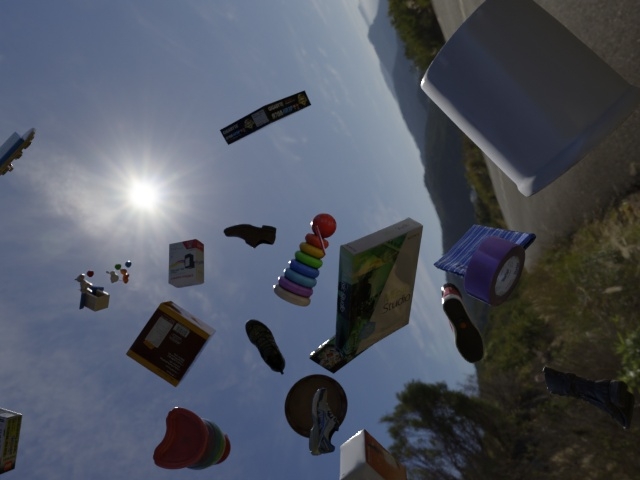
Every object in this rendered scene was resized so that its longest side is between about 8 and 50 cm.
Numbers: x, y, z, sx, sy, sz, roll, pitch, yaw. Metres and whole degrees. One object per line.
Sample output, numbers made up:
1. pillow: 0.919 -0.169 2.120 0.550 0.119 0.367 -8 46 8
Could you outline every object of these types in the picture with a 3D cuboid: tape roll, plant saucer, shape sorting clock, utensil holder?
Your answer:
1. tape roll: 0.495 0.086 1.356 0.080 0.189 0.189 27 167 40
2. plant saucer: -0.013 0.437 1.269 0.029 0.168 0.168 171 75 -80
3. shape sorting clock: -0.701 -0.169 1.057 0.040 0.206 0.206 45 -152 -39
4. utensil holder: 0.482 -0.349 1.143 0.385 0.327 0.327 46 -164 8

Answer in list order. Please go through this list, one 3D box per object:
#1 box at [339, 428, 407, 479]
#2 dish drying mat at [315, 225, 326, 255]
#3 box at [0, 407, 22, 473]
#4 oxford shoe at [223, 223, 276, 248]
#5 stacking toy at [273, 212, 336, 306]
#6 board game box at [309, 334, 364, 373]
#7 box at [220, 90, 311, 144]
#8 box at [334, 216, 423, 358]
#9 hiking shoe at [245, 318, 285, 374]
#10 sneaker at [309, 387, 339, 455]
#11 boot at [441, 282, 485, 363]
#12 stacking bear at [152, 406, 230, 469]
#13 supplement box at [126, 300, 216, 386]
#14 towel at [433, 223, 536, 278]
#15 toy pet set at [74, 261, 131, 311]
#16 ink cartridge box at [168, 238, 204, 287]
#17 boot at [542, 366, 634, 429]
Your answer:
1. box: 0.138 0.601 1.227 0.170 0.091 0.130 46 -166 -10
2. dish drying mat: 0.000 0.000 1.320 0.032 0.008 0.083 -66 -40 -83
3. box: -0.722 0.402 1.000 0.036 0.207 0.114 14 -98 -70
4. oxford shoe: -0.305 -0.017 2.057 0.083 0.227 0.096 112 161 -70
5. stacking toy: -0.041 0.057 1.673 0.141 0.330 0.141 23 -175 -2
6. board game box: 0.084 0.453 1.979 0.136 0.260 0.030 38 -148 -13
7. box: -0.152 -0.351 1.358 0.220 0.175 0.051 -43 -68 -50
8. box: 0.144 0.121 1.199 0.058 0.232 0.322 33 134 43
9. hiking shoe: -0.193 0.384 1.746 0.227 0.086 0.114 55 166 -3
10. sneaker: 0.013 0.375 0.992 0.052 0.058 0.135 64 -156 -55
11. boot: 0.462 0.263 1.559 0.244 0.088 0.176 66 -165 -7
12. stacking bear: -0.388 0.672 1.573 0.289 0.164 0.175 66 -145 -59
13. supplement box: -0.481 0.332 1.560 0.191 0.194 0.129 34 175 -1
14. towel: 0.565 0.039 1.683 0.040 0.243 0.336 49 172 -17
15. toy pet set: -0.518 0.101 1.115 0.122 0.065 0.114 -16 -57 -64
16. ink cartridge box: -0.550 0.095 1.965 0.072 0.128 0.175 57 -155 -65
17. boot: 0.841 0.485 1.507 0.263 0.229 0.091 53 -124 -31
